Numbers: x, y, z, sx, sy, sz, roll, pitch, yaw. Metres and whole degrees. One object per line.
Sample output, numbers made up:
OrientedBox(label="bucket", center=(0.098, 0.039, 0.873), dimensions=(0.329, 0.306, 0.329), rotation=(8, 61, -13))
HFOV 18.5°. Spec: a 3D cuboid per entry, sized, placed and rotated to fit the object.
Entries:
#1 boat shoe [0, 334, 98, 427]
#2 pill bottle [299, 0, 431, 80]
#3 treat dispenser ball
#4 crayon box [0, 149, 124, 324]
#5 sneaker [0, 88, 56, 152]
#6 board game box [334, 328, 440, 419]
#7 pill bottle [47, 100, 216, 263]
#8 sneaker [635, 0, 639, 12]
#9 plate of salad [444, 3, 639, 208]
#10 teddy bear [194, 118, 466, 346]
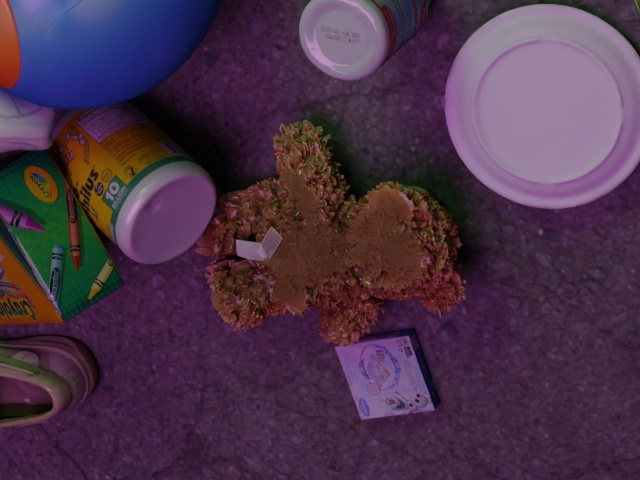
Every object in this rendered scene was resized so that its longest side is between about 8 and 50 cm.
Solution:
OrientedBox(label="boat shoe", center=(-0.405, 0.171, 2.270), dimensions=(0.302, 0.098, 0.109), rotation=(-4, 112, 27))
OrientedBox(label="pill bottle", center=(0.049, -0.213, 1.833), dimensions=(0.087, 0.160, 0.087), rotation=(11, 118, 21))
OrientedBox(label="treat dispenser ball", center=(-0.232, -0.268, 1.863), dimensions=(0.288, 0.288, 0.288), rotation=(10, 118, 20))
OrientedBox(label="crayon box", center=(-0.323, 0.000, 2.079), dimensions=(0.165, 0.081, 0.278), rotation=(61, 156, -11))
OrientedBox(label="sneaker", center=(-0.340, -0.147, 2.012), dimensions=(0.118, 0.292, 0.110), rotation=(-1, 112, -16))
OrientedBox(label="board game box", center=(0.071, 0.142, 2.080), dimensions=(0.090, 0.020, 0.090), rotation=(-10, 109, 28))
OrientedBox(label="pill bottle", center=(-0.210, -0.077, 2.014), dimensions=(0.208, 0.117, 0.118), rotation=(42, 129, 35))
OrientedBox(label="sneaker", center=(0.360, -0.279, 1.674), dimensions=(0.123, 0.109, 0.295), rotation=(51, 134, 2))
OrientedBox(label="plate of salad", center=(0.217, -0.128, 1.865), dimensions=(0.200, 0.048, 0.200), rotation=(5, 110, 14))
OrientedBox(label="teddy bear", center=(0.000, 0.000, 2.008), dimensions=(0.338, 0.113, 0.245), rotation=(-27, 93, 40))
